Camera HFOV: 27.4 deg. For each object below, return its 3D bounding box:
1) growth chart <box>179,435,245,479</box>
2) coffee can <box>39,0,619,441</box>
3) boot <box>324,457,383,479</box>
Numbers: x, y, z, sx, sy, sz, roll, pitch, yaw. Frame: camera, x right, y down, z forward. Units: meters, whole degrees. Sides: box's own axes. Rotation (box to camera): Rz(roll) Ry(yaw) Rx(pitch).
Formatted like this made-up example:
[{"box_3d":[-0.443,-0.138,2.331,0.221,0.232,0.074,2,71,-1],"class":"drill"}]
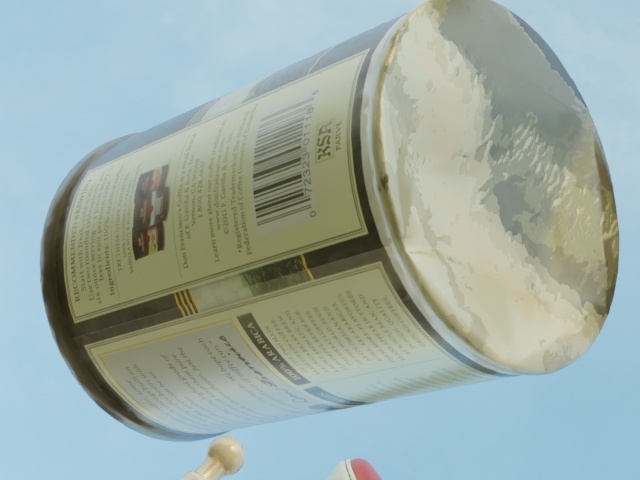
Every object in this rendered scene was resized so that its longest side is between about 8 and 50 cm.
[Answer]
[{"box_3d":[-0.046,0.221,0.508,0.021,0.172,0.237,-3,-65,47],"class":"growth chart"},{"box_3d":[0.000,0.000,0.755,0.275,0.201,0.202,-17,-89,42],"class":"coffee can"},{"box_3d":[0.122,0.217,0.908,0.176,0.088,0.244,-35,-126,-1],"class":"boot"}]
